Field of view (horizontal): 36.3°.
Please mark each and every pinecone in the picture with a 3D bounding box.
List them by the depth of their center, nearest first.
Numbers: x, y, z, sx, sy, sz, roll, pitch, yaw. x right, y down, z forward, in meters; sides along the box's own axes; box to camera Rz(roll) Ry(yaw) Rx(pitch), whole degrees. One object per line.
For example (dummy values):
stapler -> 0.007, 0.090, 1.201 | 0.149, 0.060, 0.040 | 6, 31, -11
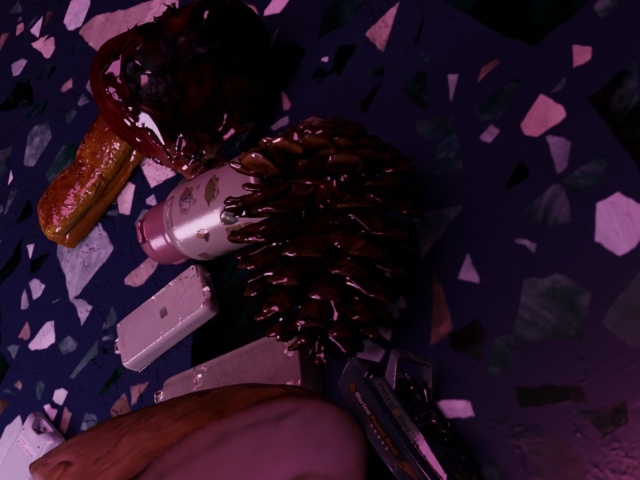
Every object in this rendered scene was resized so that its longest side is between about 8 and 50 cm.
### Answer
pinecone -> 0.002, 0.000, 1.139 | 0.246, 0.246, 0.292 | -2, 83, 40

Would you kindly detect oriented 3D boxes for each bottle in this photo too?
bottle -> -0.146, -0.037, 1.351 | 0.253, 0.120, 0.120 | -20, 58, 34

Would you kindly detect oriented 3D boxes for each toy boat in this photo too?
toy boat -> 0.107, 0.210, 1.030 | 0.103, 0.093, 0.246 | -53, 45, 18

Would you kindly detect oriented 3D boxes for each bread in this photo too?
bread -> -0.377, -0.124, 1.620 | 0.271, 0.077, 0.139 | -51, 43, 13

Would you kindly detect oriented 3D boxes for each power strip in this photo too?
power strip -> -0.124, 0.199, 1.262 | 0.288, 0.053, 0.093 | -25, 56, 30
power strip -> -0.222, 0.111, 1.402 | 0.192, 0.035, 0.081 | -37, 50, 22

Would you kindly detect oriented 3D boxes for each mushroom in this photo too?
mushroom -> -0.163, 0.261, 1.133 | 0.313, 0.224, 0.397 | -39, 17, -19

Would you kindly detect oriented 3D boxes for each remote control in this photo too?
remote control -> -0.485, 0.405, 1.476 | 0.103, 0.051, 0.293 | 28, 88, 45

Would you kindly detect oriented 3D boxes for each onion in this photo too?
onion -> -0.193, -0.239, 1.431 | 0.281, 0.221, 0.281 | -4, 65, 9
